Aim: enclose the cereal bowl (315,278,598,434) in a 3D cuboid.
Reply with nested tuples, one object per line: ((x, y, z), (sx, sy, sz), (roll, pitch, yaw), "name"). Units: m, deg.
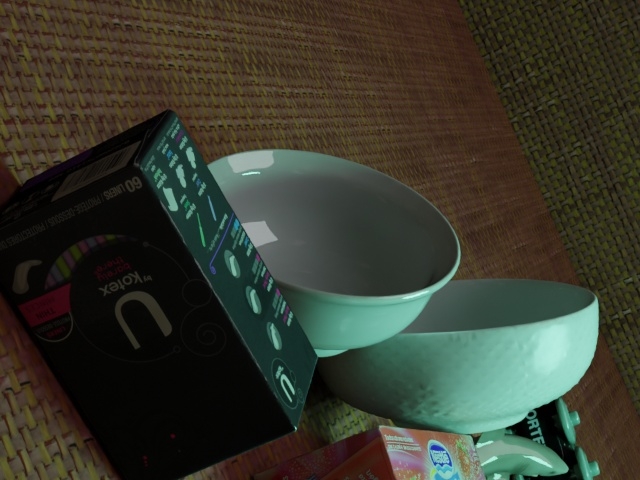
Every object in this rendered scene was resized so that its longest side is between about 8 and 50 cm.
((0.158, 0.141, 1.931), (0.339, 0.339, 0.141), (-28, 114, -72), "cereal bowl")

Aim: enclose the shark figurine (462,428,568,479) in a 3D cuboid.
((0.212, 0.296, 2.180), (0.166, 0.116, 0.278), (38, 38, 17), "shark figurine")

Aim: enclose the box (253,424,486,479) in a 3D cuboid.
((0.071, 0.290, 1.741), (0.300, 0.154, 0.142), (19, 50, -65), "box")

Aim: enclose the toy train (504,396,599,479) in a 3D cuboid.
((0.342, 0.315, 2.541), (0.190, 0.142, 0.334), (61, 12, -56), "toy train")

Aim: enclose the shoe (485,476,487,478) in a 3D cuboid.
((0.236, 0.372, 2.262), (0.076, 0.058, 0.219), (42, 30, -53), "shoe")

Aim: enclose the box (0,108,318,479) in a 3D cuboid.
((-0.141, 0.054, 1.411), (0.270, 0.165, 0.143), (60, 18, -17), "box")

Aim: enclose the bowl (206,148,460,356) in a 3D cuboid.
((-0.010, 0.031, 1.763), (0.298, 0.298, 0.134), (-80, -176, -61), "bowl")
